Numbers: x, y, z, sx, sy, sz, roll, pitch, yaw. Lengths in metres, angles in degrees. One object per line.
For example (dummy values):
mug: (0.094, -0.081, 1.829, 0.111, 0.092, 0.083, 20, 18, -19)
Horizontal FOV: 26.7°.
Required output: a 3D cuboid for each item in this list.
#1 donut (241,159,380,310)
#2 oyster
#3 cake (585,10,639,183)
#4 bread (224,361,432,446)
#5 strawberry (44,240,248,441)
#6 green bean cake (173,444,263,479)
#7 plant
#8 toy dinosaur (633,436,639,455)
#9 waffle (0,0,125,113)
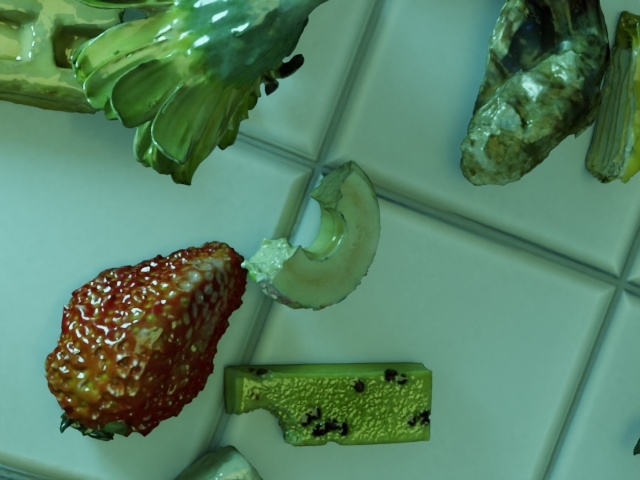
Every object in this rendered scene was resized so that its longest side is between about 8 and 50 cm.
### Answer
donut: (0.000, 0.005, 1.384, 0.166, 0.065, 0.108, -51, 127, -16)
oyster: (0.234, -0.201, 1.422, 0.166, 0.094, 0.294, -2, 102, -23)
cake: (0.340, -0.162, 1.480, 0.185, 0.080, 0.116, -46, 113, -3)
bread: (0.010, 0.174, 1.432, 0.226, 0.049, 0.088, 0, 99, -19)
strawberry: (-0.167, 0.100, 1.327, 0.175, 0.106, 0.236, 25, 90, -22)
green bean cake: (-0.127, 0.305, 1.386, 0.179, 0.085, 0.109, -40, 108, -10)
plant: (-0.062, -0.206, 1.233, 0.297, 0.261, 0.306, -5, 76, 9)
toy dinosaur: (0.446, 0.232, 1.614, 0.179, 0.087, 0.187, -38, 132, -48)
waffle: (-0.315, -0.295, 1.226, 0.304, 0.077, 0.348, 6, 97, -19)
